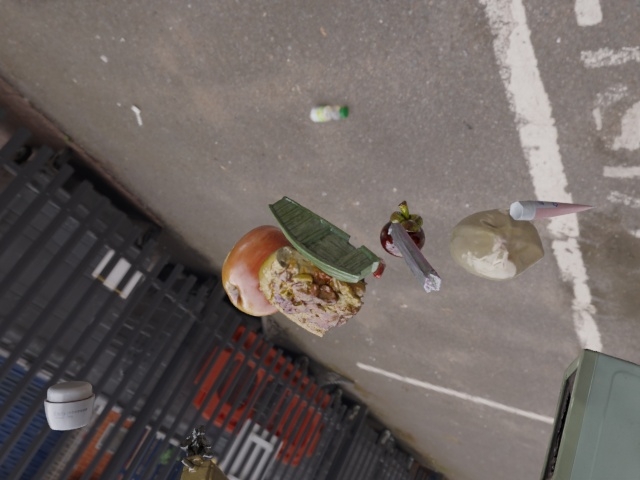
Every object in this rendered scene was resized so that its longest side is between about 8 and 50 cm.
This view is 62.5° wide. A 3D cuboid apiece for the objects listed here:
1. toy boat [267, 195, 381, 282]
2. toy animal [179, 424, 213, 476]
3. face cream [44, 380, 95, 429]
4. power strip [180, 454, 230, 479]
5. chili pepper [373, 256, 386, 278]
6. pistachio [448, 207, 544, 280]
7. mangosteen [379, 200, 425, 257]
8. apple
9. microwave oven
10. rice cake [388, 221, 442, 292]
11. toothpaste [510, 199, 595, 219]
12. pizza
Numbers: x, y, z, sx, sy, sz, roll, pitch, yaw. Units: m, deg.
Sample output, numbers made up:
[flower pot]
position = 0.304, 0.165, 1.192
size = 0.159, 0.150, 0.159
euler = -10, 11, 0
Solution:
[toy boat]
position = 0.000, 0.000, 1.028
size = 0.293, 0.093, 0.055
euler = 37, 147, 40
[toy animal]
position = -0.466, 0.796, 1.941
size = 0.114, 0.245, 0.146
euler = 22, 170, -16
[face cream]
position = -0.640, 0.419, 1.347
size = 0.117, 0.104, 0.117
euler = 0, 178, 0
[power strip]
position = -0.165, 0.486, 0.954
size = 0.064, 0.044, 0.305
euler = -17, 121, 17
[chili pepper]
position = 0.212, 0.098, 1.937
size = 0.050, 0.059, 0.191
euler = 40, -164, -5
[pistachio]
position = 0.496, 0.011, 1.530
size = 0.226, 0.208, 0.332
euler = 20, 171, -22
[mangosteen]
position = 0.280, -0.032, 1.720
size = 0.145, 0.181, 0.156
euler = 15, -169, -36
[apple]
position = -0.169, 0.092, 1.554
size = 0.242, 0.241, 0.242
euler = 38, 156, 20
[microwave oven]
position = 0.560, 0.428, 0.973
size = 0.286, 0.355, 0.218
euler = 16, 158, 19
[rice cake]
position = 0.257, 0.040, 1.463
size = 0.270, 0.049, 0.055
euler = -117, 15, -48
[toothpaste]
position = 0.498, -0.067, 1.135
size = 0.194, 0.043, 0.067
euler = -3, 179, -23
[pizza]
position = -0.017, 0.142, 1.353
size = 0.277, 0.114, 0.409
euler = 4, 149, 14
